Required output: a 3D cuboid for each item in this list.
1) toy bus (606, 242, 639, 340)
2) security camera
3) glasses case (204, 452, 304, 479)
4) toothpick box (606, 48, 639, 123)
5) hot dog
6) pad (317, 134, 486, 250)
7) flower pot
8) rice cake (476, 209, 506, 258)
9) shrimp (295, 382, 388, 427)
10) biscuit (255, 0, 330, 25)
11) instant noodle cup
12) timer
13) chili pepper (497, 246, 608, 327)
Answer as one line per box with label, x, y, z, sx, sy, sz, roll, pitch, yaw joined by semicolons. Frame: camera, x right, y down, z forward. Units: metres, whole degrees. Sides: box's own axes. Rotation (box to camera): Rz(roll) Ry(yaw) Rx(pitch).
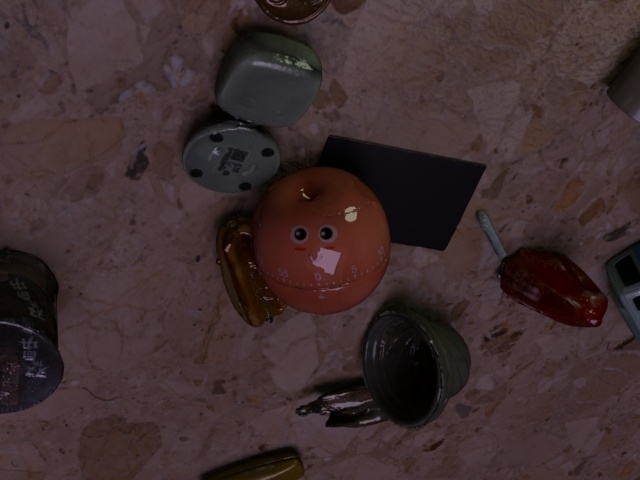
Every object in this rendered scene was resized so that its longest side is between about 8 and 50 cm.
toy bus;0.686;0.125;1.818;0.165;0.133;0.271;-28;127;17
security camera;-0.112;-0.192;1.424;0.157;0.080;0.301;13;135;-24
glasses case;-0.151;0.523;2.000;0.234;0.064;0.079;-18;132;2
toothpick box;0.564;-0.282;1.471;0.111;0.111;0.181;20;123;-26
hot dog;-0.127;0.059;1.628;0.104;0.076;0.250;-30;135;-13
pad;0.124;-0.078;1.610;0.299;0.005;0.202;8;127;-18
flower pot;0.198;0.240;1.772;0.140;0.235;0.235;-9;135;-39
rice cake;0.318;-0.010;1.696;0.021;0.022;0.121;-32;129;3
shrimp;0.070;0.352;1.918;0.254;0.059;0.145;-12;140;-9
biscuit;-0.039;-0.390;1.306;0.124;0.026;0.175;-6;130;-9
instant noodle cup;-0.531;0.143;1.516;0.217;0.207;0.217;-6;128;-7
timer;0.000;0.000;1.495;0.229;0.229;0.215;-12;121;-2
chili pepper;0.453;0.105;1.680;0.136;0.253;0.144;-44;119;0
